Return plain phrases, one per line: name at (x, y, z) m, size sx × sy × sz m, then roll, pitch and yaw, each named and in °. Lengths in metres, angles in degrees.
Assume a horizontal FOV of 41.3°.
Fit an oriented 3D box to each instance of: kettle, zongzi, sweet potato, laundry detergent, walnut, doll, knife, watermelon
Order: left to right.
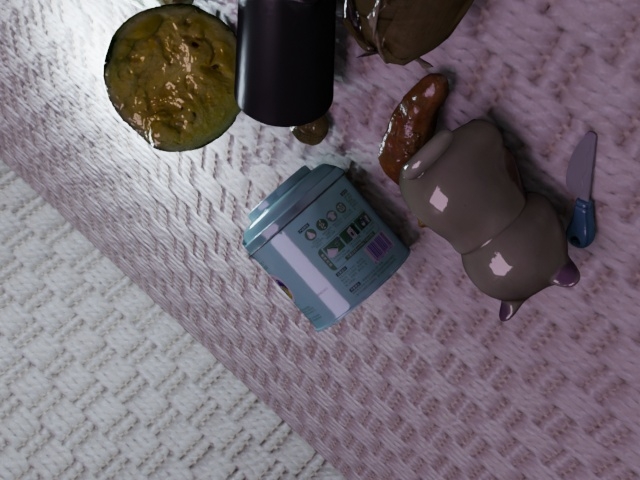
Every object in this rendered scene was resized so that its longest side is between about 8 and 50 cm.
watermelon at (-0.340, -0.382, 1.927) m, size 0.189 × 0.331 × 0.330 m, roll 33°, pitch 151°, yaw 52°
kettle at (-0.063, -0.419, 1.645) m, size 0.203 × 0.262 × 0.308 m, roll 6°, pitch 139°, yaw 1°
walnut at (-0.024, -0.253, 1.862) m, size 0.092 × 0.092 × 0.092 m, roll 33°, pitch 148°, yaw 24°
laundry detergent at (0.000, 0.000, 1.923) m, size 0.305 × 0.287 × 0.287 m, roll 49°, pitch 151°, yaw -3°
sweet potato at (0.169, -0.198, 1.647) m, size 0.106 × 0.095 × 0.354 m, roll 2°, pitch 148°, yaw -3°
zongzi at (0.228, -0.386, 1.213) m, size 0.467 × 0.218 × 0.499 m, roll 27°, pitch 145°, yaw 33°
doll at (0.296, -0.057, 1.547) m, size 0.370 × 0.226 × 0.215 m, roll 46°, pitch 126°, yaw -13°
knife at (0.452, -0.089, 1.481) m, size 0.058 × 0.032 × 0.244 m, roll 31°, pitch 143°, yaw 43°

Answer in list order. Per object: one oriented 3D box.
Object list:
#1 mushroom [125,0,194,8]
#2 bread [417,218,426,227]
mushroom at (-0.434, -0.602, 1.980) m, size 0.333 × 0.087 × 0.107 m, roll 34°, pitch 148°, yaw 18°
bread at (0.263, -0.068, 1.758) m, size 0.109 × 0.080 × 0.084 m, roll 10°, pitch 153°, yaw -20°
